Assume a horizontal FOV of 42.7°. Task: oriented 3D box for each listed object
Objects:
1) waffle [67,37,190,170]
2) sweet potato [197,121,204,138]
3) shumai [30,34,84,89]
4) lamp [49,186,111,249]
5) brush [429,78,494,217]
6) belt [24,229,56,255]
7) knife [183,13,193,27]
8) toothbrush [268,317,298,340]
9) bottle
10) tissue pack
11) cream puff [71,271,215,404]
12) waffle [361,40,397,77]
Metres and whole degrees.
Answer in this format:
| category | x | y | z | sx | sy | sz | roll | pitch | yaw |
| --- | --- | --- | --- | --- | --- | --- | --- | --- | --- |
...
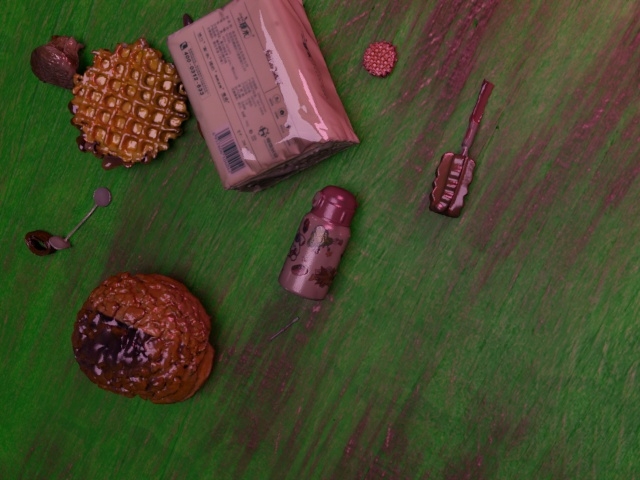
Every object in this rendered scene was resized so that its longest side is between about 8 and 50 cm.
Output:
| category | x | y | z | sx | sy | sz | roll | pitch | yaw |
| --- | --- | --- | --- | --- | --- | --- | --- | --- | --- |
| waffle | -0.466 | -0.324 | 1.973 | 0.329 | 0.062 | 0.330 | 0 | 92 | 7 |
| sweet potato | -0.276 | -0.316 | 1.923 | 0.055 | 0.058 | 0.202 | -21 | 99 | -16 |
| shumai | -0.638 | -0.449 | 2.027 | 0.145 | 0.146 | 0.116 | 16 | 56 | 17 |
| lamp | -0.603 | -0.056 | 2.065 | 0.050 | 0.056 | 0.198 | 45 | 102 | 14 |
| brush | 0.306 | -0.197 | 1.744 | 0.071 | 0.084 | 0.301 | 20 | 93 | 49 |
| belt | -0.722 | 0.008 | 2.116 | 0.083 | 0.036 | 0.059 | 28 | 108 | 15 |
| knife | -0.281 | -0.424 | 1.950 | 0.035 | 0.018 | 0.248 | -19 | 90 | 16 |
| toothbrush | -0.087 | 0.210 | 1.931 | 0.097 | 0.008 | 0.006 | -39 | 81 | 18 |
| bottle | 0.000 | 0.000 | 1.830 | 0.120 | 0.120 | 0.253 | 23 | 100 | 16 |
| tissue pack | -0.126 | -0.328 | 1.802 | 0.297 | 0.207 | 0.381 | -21 | 86 | 21 |
| cream puff | -0.425 | 0.240 | 1.931 | 0.327 | 0.231 | 0.343 | -31 | 84 | 15 |
| waffle | 0.132 | -0.402 | 1.805 | 0.075 | 0.029 | 0.083 | 15 | 95 | 14 |
